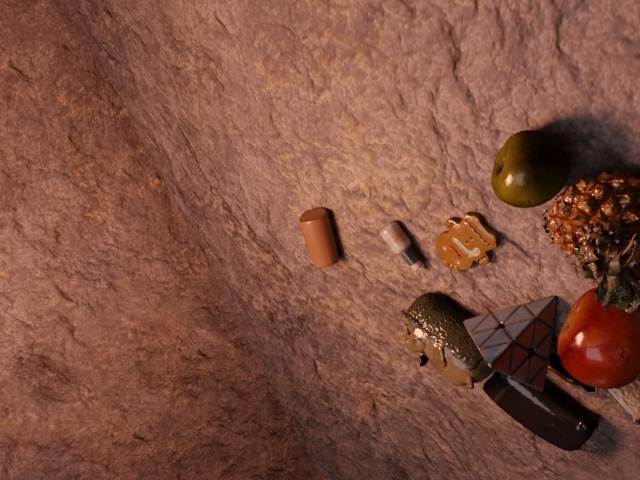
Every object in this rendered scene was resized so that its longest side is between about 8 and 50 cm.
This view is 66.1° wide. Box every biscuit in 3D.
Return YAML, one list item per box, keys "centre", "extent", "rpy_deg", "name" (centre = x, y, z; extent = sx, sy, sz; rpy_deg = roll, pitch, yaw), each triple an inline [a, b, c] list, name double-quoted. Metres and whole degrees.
- centre: [0.453, 0.013, 1.566]
  extent: [0.184, 0.035, 0.249]
  rpy_deg: [49, 147, 6]
  name: "biscuit"

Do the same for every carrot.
- centre: [0.763, 0.420, 1.571]
  extent: [0.142, 0.035, 0.035]
  rpy_deg: [27, 139, 42]
  name: "carrot"

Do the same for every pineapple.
- centre: [0.641, 0.030, 1.085]
  extent: [0.263, 0.271, 0.262]
  rpy_deg: [8, 137, 8]
  name: "pineapple"

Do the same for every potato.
- centre: [0.847, 0.373, 1.403]
  extent: [0.120, 0.100, 0.261]
  rpy_deg: [-42, 68, 20]
  name: "potato"

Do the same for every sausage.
- centre: [0.000, 0.000, 2.017]
  extent: [0.123, 0.123, 0.252]
  rpy_deg: [13, 130, 44]
  name: "sausage"

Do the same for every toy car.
- centre: [0.757, 0.382, 1.507]
  extent: [0.205, 0.056, 0.095]
  rpy_deg: [39, 158, 32]
  name: "toy car"

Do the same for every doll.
- centre: [0.435, 0.351, 1.715]
  extent: [0.349, 0.247, 0.247]
  rpy_deg: [51, 147, 20]
  name: "doll"

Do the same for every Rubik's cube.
- centre: [0.582, 0.310, 1.484]
  extent: [0.233, 0.228, 0.228]
  rpy_deg: [2, 148, 3]
  name: "Rubik's cube"

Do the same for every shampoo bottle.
- centre: [0.289, 0.024, 1.733]
  extent: [0.192, 0.074, 0.074]
  rpy_deg: [53, 146, 1]
  name: "shampoo bottle"

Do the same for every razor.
- centre: [0.731, 0.558, 1.659]
  extent: [0.349, 0.113, 0.204]
  rpy_deg: [36, 140, 23]
  name: "razor"

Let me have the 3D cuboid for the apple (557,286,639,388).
- centre: [0.735, 0.253, 1.259]
  extent: [0.206, 0.251, 0.271]
  rpy_deg: [29, 127, 23]
  name: "apple"

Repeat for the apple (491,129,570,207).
- centre: [0.510, -0.171, 1.202]
  extent: [0.157, 0.196, 0.196]
  rpy_deg: [22, 141, 1]
  name: "apple"
